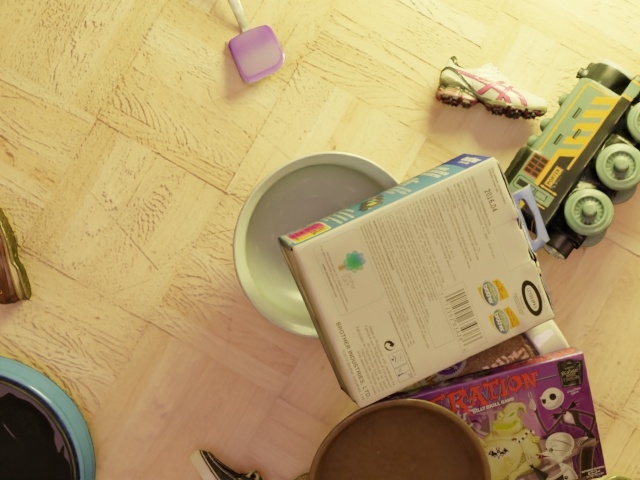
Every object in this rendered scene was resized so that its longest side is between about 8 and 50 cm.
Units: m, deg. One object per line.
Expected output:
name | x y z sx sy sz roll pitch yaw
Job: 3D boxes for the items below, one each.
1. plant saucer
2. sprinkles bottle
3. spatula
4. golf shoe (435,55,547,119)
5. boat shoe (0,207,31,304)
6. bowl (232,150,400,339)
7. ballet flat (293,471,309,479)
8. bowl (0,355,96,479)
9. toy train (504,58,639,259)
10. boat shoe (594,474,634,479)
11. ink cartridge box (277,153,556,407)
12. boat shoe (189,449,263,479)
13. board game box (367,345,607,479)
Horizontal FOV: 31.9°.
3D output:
plant saucer | 0.116 0.365 1.668 0.278 0.041 0.278 -1 99 -6
sprinkles bottle | 0.226 0.238 1.787 0.355 0.121 0.121 -34 86 -1
spatula | -0.147 -0.407 1.887 0.084 0.030 0.296 -24 85 -2
golf shoe | 0.288 -0.252 1.850 0.186 0.067 0.086 14 85 2
boat shoe | -0.532 0.020 1.845 0.060 0.064 0.178 -18 88 -2
bowl | 0.000 0.000 1.785 0.298 0.134 0.298 -2 99 -12
ballet flat | 0.035 0.448 1.796 0.206 0.073 0.067 37 104 2
bowl | -0.557 0.378 1.782 0.391 0.077 0.391 0 92 -6
toy train | 0.431 -0.136 1.811 0.190 0.142 0.334 35 87 13
boat shoe | 0.539 0.494 1.772 0.113 0.103 0.302 -38 85 -15
ink cartridge box | 0.171 0.042 1.681 0.395 0.151 0.270 -24 102 -6
boat shoe | -0.117 0.407 1.807 0.070 0.078 0.219 -45 94 -2
board game box | 0.253 0.304 1.717 0.346 0.056 0.208 -15 96 -4
